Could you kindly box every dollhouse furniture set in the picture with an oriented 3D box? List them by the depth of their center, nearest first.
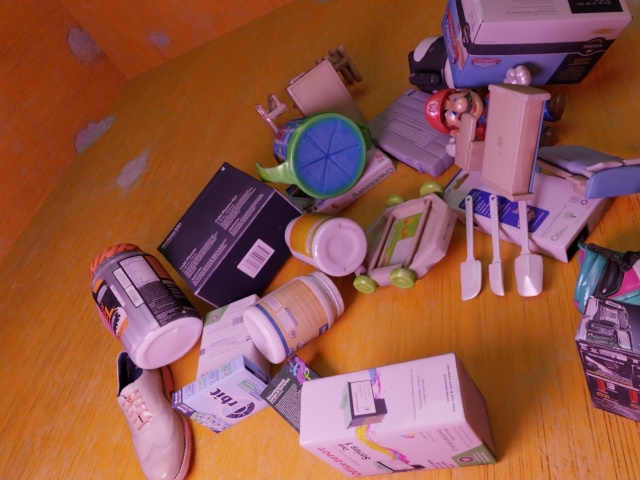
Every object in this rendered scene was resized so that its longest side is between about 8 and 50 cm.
[{"bbox_3d":[0.485,-0.225,0.992,0.304,0.198,0.286,-6,27,-9],"label":"dollhouse furniture set"},{"bbox_3d":[-0.003,-0.468,1.691,0.362,0.256,0.394,-36,19,1],"label":"dollhouse furniture set"}]

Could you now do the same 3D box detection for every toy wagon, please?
[{"bbox_3d":[0.164,0.004,1.152,0.344,0.068,0.267,-18,40,52],"label":"toy wagon"}]

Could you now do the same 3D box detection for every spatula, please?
[{"bbox_3d":[0.374,0.002,1.013,0.168,0.019,0.241,-13,63,43],"label":"spatula"}]

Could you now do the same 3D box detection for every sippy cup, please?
[{"bbox_3d":[-0.022,-0.255,1.378,0.224,0.306,0.239,35,111,58],"label":"sippy cup"}]

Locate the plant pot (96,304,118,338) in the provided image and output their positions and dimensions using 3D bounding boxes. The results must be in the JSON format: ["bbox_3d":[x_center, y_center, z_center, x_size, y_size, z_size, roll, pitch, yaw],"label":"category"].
[{"bbox_3d":[-0.551,0.176,1.463,0.180,0.201,0.201,-23,40,-6],"label":"plant pot"}]

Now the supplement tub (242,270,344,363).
[{"bbox_3d":[-0.060,0.170,1.105,0.200,0.144,0.144,-31,36,-25],"label":"supplement tub"}]

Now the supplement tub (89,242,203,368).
[{"bbox_3d":[-0.466,0.161,1.263,0.193,0.193,0.316,-43,62,-6],"label":"supplement tub"}]

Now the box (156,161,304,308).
[{"bbox_3d":[-0.251,-0.012,1.383,0.343,0.179,0.312,-53,43,-4],"label":"box"}]

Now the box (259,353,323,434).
[{"bbox_3d":[-0.033,0.333,1.012,0.162,0.029,0.116,36,76,25],"label":"box"}]

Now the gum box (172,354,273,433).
[{"bbox_3d":[-0.202,0.343,1.067,0.184,0.157,0.041,-31,40,8],"label":"gum box"}]

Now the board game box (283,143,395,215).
[{"bbox_3d":[0.050,-0.179,1.452,0.305,0.053,0.193,-36,41,2],"label":"board game box"}]

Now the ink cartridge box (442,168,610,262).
[{"bbox_3d":[0.435,-0.082,1.079,0.165,0.065,0.333,-48,43,-11],"label":"ink cartridge box"}]

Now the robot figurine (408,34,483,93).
[{"bbox_3d":[0.384,-0.517,1.436,0.278,0.174,0.209,33,94,52],"label":"robot figurine"}]

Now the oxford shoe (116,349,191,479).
[{"bbox_3d":[-0.425,0.423,1.159,0.140,0.146,0.397,-42,41,-5],"label":"oxford shoe"}]

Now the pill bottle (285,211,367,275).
[{"bbox_3d":[0.000,0.000,1.193,0.136,0.136,0.246,-47,23,-11],"label":"pill bottle"}]

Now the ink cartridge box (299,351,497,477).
[{"bbox_3d":[0.130,0.309,0.825,0.278,0.201,0.117,-18,44,22],"label":"ink cartridge box"}]

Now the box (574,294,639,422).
[{"bbox_3d":[0.517,0.196,0.623,0.308,0.242,0.076,11,60,42],"label":"box"}]

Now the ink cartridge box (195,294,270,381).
[{"bbox_3d":[-0.209,0.264,1.194,0.160,0.092,0.219,-22,43,18],"label":"ink cartridge box"}]

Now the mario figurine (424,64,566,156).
[{"bbox_3d":[0.410,-0.307,1.166,0.321,0.170,0.198,11,54,19],"label":"mario figurine"}]

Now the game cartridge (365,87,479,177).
[{"bbox_3d":[0.295,-0.322,1.410,0.230,0.068,0.355,-44,41,-2],"label":"game cartridge"}]

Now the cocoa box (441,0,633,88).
[{"bbox_3d":[0.507,-0.539,1.190,0.347,0.228,0.231,-3,69,-3],"label":"cocoa box"}]

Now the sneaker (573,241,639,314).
[{"bbox_3d":[0.552,0.038,0.846,0.295,0.123,0.178,-46,51,-8],"label":"sneaker"}]
